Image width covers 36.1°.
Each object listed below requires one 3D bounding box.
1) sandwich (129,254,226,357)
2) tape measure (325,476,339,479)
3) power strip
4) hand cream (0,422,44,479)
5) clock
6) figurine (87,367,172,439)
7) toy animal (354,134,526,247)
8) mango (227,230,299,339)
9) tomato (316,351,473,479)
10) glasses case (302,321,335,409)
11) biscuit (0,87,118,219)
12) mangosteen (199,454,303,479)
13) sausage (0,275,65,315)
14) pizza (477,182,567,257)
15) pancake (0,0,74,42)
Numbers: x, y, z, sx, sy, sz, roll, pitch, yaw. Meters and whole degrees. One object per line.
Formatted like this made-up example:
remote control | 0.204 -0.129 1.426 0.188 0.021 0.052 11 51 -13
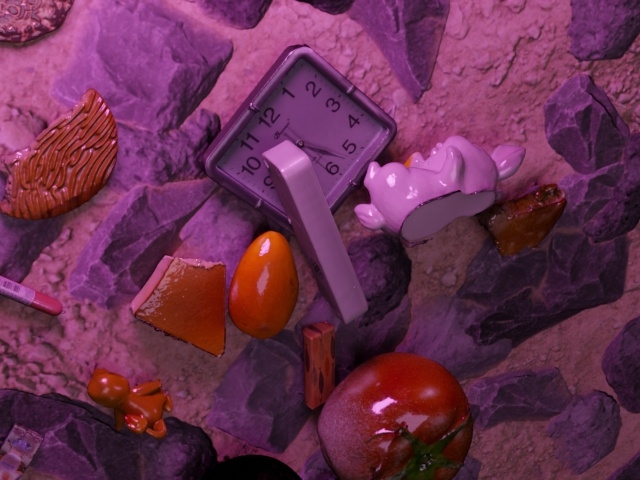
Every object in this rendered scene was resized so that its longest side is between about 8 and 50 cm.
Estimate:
sandwich | -0.214 0.103 1.737 0.193 0.058 0.162 32 98 -32
tape measure | 0.034 0.582 2.075 0.175 0.106 0.200 -42 127 4
power strip | 0.000 0.000 1.709 0.062 0.091 0.385 -32 127 -11
hand cream | -0.559 0.404 1.743 0.062 0.039 0.163 33 97 -18
clock | -0.032 -0.165 1.689 0.279 0.049 0.273 35 96 -36
figurine | -0.338 0.295 1.738 0.121 0.122 0.176 -46 126 5
toy animal | 0.226 -0.094 1.784 0.325 0.154 0.208 -2 138 -33
mango | -0.096 0.082 1.756 0.141 0.102 0.217 -7 121 -29
tomato | 0.141 0.369 1.930 0.303 0.239 0.303 -16 124 -25
glasses case | -0.006 0.242 1.920 0.065 0.041 0.170 -24 125 -36
biscuit | -0.407 -0.133 1.538 0.176 0.031 0.228 8 112 -30
mangosteen | -0.145 0.569 1.912 0.275 0.275 0.302 14 140 -30
sausage | -0.512 0.076 1.597 0.223 0.029 0.029 30 100 -34
pizza | 0.388 -0.039 1.939 0.226 0.069 0.147 -18 139 -28
pancake | -0.439 -0.373 1.405 0.190 0.020 0.184 -42 126 -2
